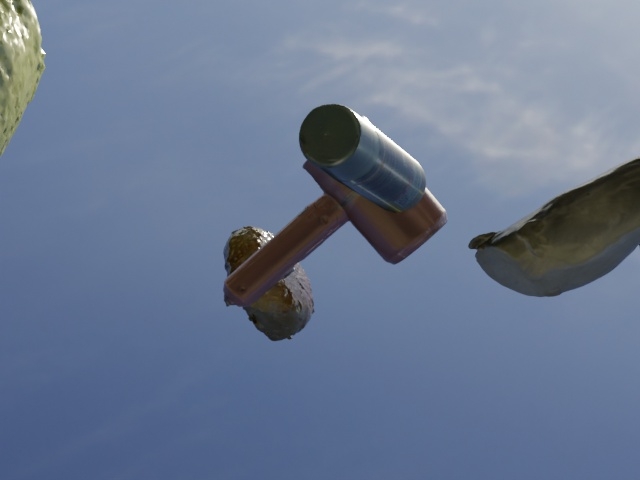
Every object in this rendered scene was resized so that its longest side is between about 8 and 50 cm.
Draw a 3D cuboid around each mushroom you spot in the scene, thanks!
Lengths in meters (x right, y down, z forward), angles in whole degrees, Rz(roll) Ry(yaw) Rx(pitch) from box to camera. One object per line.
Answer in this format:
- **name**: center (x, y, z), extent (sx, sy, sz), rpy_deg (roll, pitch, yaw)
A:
- **mushroom**: center (0.334, -0.037, 1.173), extent (0.351, 0.097, 0.109), rpy_deg (-28, -151, 15)

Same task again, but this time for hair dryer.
- **hair dryer**: center (0.000, 0.000, 1.660), extent (0.352, 0.125, 0.210), rpy_deg (-41, -91, 4)

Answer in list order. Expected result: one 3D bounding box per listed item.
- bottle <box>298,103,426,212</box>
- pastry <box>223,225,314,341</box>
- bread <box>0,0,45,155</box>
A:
- **bottle**: center (0.059, -0.100, 1.372), extent (0.082, 0.082, 0.286), rpy_deg (25, 180, 22)
- **pastry**: center (-0.086, 0.066, 1.828), extent (0.093, 0.182, 0.192), rpy_deg (-32, -144, 17)
- **bread**: center (-0.571, -0.230, 1.472), extent (0.348, 0.348, 0.308), rpy_deg (3, -143, -2)
